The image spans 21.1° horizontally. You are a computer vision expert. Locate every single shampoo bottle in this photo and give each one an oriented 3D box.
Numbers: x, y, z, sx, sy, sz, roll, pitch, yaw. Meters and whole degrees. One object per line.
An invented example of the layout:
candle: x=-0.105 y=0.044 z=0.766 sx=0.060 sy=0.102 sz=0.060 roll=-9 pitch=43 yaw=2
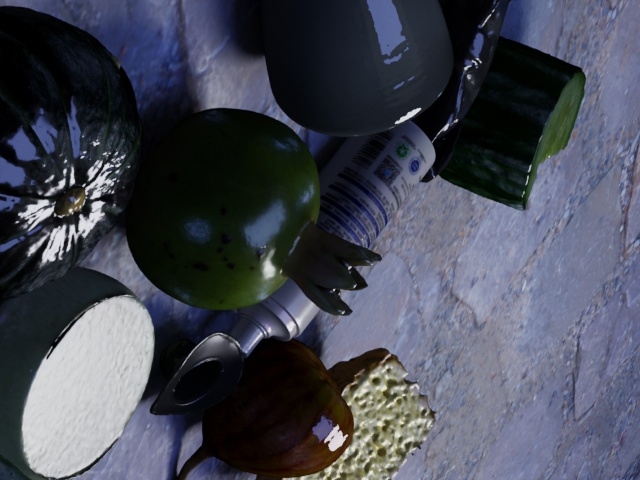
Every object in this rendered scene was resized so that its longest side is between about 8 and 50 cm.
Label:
shampoo bottle: x=0.000 y=0.000 z=1.771 sx=0.303 sy=0.092 sz=0.092 roll=-52 pitch=152 yaw=-21

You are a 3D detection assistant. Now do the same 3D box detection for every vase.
vase: x=0.008 y=-0.256 z=1.493 sx=0.173 sy=0.173 sz=0.321 roll=-49 pitch=144 yaw=-26

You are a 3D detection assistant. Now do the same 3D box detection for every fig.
fig: x=-0.061 y=0.175 z=1.787 sx=0.148 sy=0.202 sz=0.149 roll=69 pitch=26 yaw=-47

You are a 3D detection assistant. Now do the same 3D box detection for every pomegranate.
pomegranate: x=-0.058 y=-0.013 z=1.507 sx=0.187 sy=0.225 sz=0.187 roll=-58 pitch=167 yaw=-21

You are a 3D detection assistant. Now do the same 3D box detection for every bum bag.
bum bag: x=0.157 y=-0.209 z=1.875 sx=0.137 sy=0.074 sz=0.310 roll=-79 pitch=-171 yaw=-73

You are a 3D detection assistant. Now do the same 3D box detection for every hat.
hat: x=-0.129 y=0.125 z=1.687 sx=0.121 sy=0.050 sz=0.121 roll=-32 pitch=151 yaw=-20

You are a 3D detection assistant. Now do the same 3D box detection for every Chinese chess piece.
Chinese chess piece: x=-0.225 y=0.115 z=1.488 sx=0.188 sy=0.083 sz=0.188 roll=-40 pitch=142 yaw=-41

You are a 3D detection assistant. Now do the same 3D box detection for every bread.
bread: x=0.014 y=0.237 z=1.941 sx=0.143 sy=0.139 sz=0.229 roll=47 pitch=68 yaw=-16

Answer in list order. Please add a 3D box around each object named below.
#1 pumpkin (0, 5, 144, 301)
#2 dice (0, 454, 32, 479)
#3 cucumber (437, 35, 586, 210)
pumpkin: x=-0.228 y=-0.061 z=1.232 sx=0.220 sy=0.162 sz=0.220 roll=-36 pitch=142 yaw=-34
dice: x=-0.356 y=0.236 z=1.132 sx=0.300 sy=0.287 sz=0.297 roll=-59 pitch=150 yaw=-6
cucumber: x=0.226 y=-0.150 z=2.017 sx=0.191 sy=0.130 sz=0.191 roll=-51 pitch=157 yaw=-31
